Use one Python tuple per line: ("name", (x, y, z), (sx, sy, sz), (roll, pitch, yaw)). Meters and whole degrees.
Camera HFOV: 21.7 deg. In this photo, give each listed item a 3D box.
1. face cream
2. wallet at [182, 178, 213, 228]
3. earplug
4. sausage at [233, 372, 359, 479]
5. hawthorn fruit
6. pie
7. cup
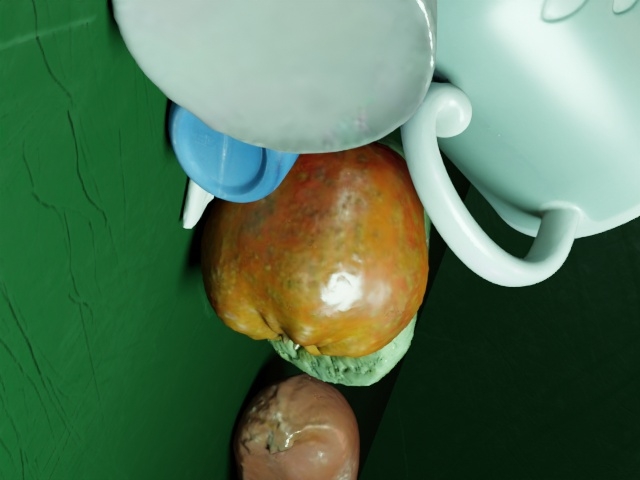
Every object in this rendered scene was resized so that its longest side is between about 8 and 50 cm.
("face cream", (-0.011, -0.150, 1.121), (0.149, 0.083, 0.264), (103, 12, -51))
("wallet", (-0.082, -0.050, 1.180), (0.044, 0.011, 0.083), (-59, 168, -47))
("earplug", (0.017, -0.212, 0.928), (0.172, 0.172, 0.301), (102, 8, -50))
("sausage", (-0.024, 0.240, 1.860), (0.254, 0.148, 0.148), (100, 15, -53))
("hawthorn fruit", (0.000, 0.000, 1.276), (0.189, 0.189, 0.189), (22, 90, -82))
("pie", (0.018, 0.017, 1.437), (0.240, 0.054, 0.240), (-11, -103, 56))
("cup", (0.151, -0.144, 1.313), (0.259, 0.274, 0.356), (-12, -137, 43))
